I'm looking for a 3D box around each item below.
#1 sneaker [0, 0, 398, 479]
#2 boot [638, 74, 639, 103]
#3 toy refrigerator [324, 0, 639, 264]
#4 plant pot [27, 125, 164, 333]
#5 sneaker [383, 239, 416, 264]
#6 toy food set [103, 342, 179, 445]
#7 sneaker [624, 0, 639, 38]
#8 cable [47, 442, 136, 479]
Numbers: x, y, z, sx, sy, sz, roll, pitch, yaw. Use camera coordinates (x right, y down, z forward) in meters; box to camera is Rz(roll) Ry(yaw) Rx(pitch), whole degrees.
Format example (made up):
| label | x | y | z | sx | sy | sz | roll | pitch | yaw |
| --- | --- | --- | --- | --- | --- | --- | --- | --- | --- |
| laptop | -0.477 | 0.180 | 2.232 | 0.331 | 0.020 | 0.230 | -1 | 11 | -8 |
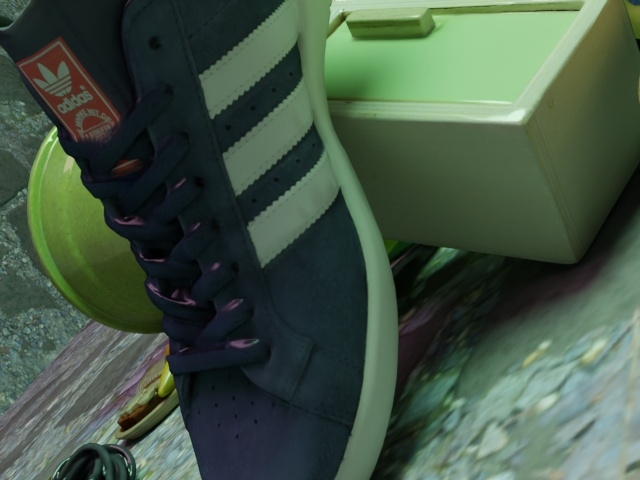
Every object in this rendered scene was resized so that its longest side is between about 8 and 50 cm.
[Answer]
| label | x | y | z | sx | sy | sz | roll | pitch | yaw |
| --- | --- | --- | --- | --- | --- | --- | --- | --- | --- |
| sneaker | -0.066 | -0.040 | 0.445 | 0.131 | 0.350 | 0.148 | -17 | -14 | 40 |
| boot | 0.183 | -0.084 | 0.340 | 0.295 | 0.104 | 0.211 | -45 | 2 | -38 |
| toy refrigerator | 0.025 | -0.069 | 0.549 | 0.269 | 0.094 | 0.102 | 9 | 50 | 43 |
| plant pot | -0.122 | -0.045 | 1.049 | 0.254 | 0.276 | 0.276 | -9 | 34 | 54 |
| sneaker | 0.000 | 0.000 | 0.673 | 0.123 | 0.109 | 0.295 | -28 | 18 | 47 |
| toy food set | -0.150 | 0.130 | 0.959 | 0.192 | 0.038 | 0.132 | -35 | 13 | 44 |
| sneaker | 0.178 | -0.185 | 0.679 | 0.091 | 0.126 | 0.240 | -45 | 10 | -15 |
| cable | -0.207 | 0.227 | 0.778 | 0.150 | 0.047 | 0.184 | -45 | 12 | 27 |
